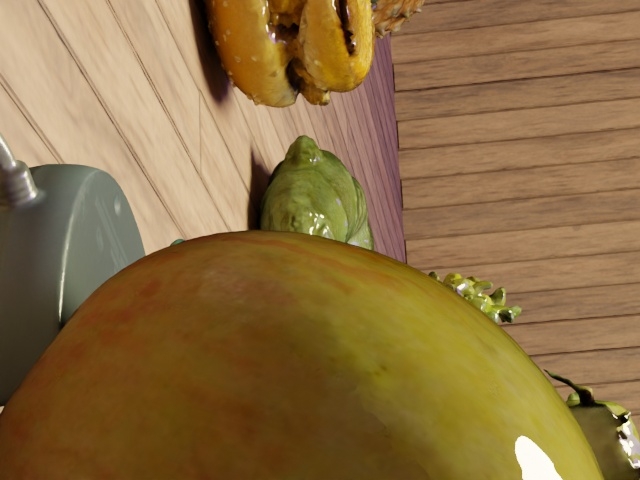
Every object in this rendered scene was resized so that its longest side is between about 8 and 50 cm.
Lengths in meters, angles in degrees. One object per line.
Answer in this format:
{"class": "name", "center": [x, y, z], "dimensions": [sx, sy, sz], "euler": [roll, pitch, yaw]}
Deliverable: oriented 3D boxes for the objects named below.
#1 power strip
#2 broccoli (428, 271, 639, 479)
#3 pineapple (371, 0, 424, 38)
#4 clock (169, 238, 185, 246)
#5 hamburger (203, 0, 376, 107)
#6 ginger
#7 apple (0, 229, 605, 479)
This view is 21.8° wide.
{"class": "power strip", "center": [-0.097, 0.036, 0.635], "dimensions": [0.216, 0.044, 0.137], "euler": [77, 10, -55]}
{"class": "broccoli", "center": [0.090, 0.125, 1.180], "dimensions": [0.180, 0.273, 0.242], "euler": [-55, 137, -75]}
{"class": "pineapple", "center": [0.016, -0.255, 1.505], "dimensions": [0.340, 0.169, 0.169], "euler": [-44, 129, -74]}
{"class": "clock", "center": [-0.060, 0.096, 0.853], "dimensions": [0.148, 0.060, 0.189], "euler": [-73, 156, -73]}
{"class": "hamburger", "center": [-0.022, -0.183, 1.170], "dimensions": [0.191, 0.118, 0.182], "euler": [33, 55, -78]}
{"class": "ginger", "center": [0.002, 0.000, 1.386], "dimensions": [0.290, 0.089, 0.137], "euler": [77, 28, -73]}
{"class": "apple", "center": [-0.008, 0.124, 0.532], "dimensions": [0.261, 0.194, 0.261], "euler": [-55, 158, -35]}
